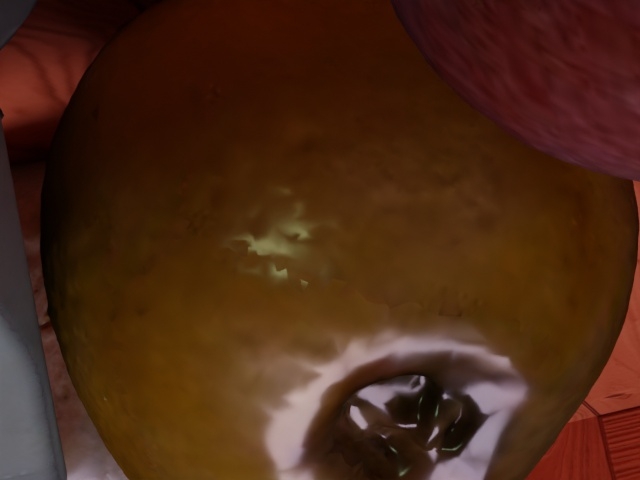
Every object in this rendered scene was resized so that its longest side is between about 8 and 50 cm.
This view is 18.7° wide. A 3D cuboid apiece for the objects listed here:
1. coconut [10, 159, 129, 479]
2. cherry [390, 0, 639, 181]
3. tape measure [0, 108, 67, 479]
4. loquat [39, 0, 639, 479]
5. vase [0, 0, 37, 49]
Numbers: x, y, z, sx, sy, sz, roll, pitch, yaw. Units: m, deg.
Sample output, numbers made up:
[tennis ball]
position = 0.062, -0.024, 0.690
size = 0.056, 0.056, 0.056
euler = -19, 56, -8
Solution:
[coconut]
position = -0.125, 0.081, 1.086
size = 0.245, 0.245, 0.247
euler = -18, 164, 23
[cherry]
position = 0.145, -0.117, 0.629
size = 0.307, 0.221, 0.261
euler = 0, 172, 35
[tape measure]
position = -0.165, -0.035, 0.746
size = 0.098, 0.215, 0.351
euler = -10, 148, -11
[loquat]
position = 0.000, 0.000, 0.871
size = 0.275, 0.275, 0.275
euler = -11, 165, -3
[vase]
position = -0.166, -0.116, 0.378
size = 0.245, 0.245, 0.291
euler = -13, 170, 5
